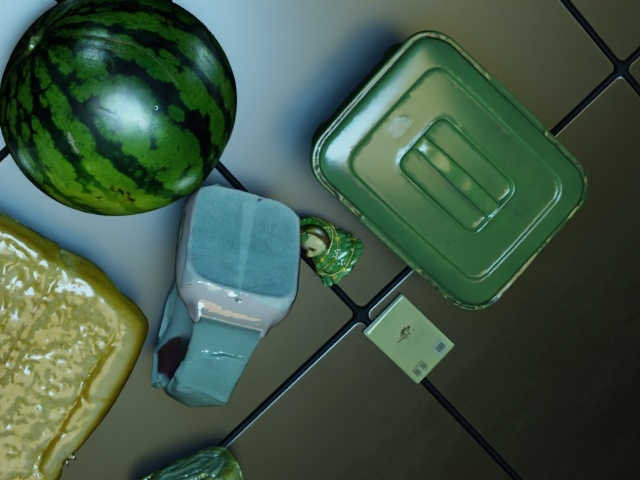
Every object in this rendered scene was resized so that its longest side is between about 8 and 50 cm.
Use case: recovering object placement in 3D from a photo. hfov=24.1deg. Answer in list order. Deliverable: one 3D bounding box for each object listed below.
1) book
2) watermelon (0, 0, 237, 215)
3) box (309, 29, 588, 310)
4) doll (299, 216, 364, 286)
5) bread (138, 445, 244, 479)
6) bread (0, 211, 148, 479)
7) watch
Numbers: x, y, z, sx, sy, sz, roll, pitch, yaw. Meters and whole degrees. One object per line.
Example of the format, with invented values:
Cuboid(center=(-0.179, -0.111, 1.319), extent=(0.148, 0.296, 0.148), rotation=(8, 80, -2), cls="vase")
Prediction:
Cuboid(center=(0.124, 0.138, 2.102), extent=(0.077, 0.014, 0.111), rotation=(-46, 107, -1), cls="book")
Cuboid(center=(-0.245, -0.166, 1.821), extent=(0.285, 0.285, 0.285), rotation=(-2, 102, -11), cls="watermelon")
Cuboid(center=(0.156, -0.102, 1.978), extent=(0.329, 0.178, 0.253), rotation=(43, 93, -18), cls="box")
Cuboid(center=(0.010, -0.004, 2.016), extent=(0.077, 0.078, 0.113), rotation=(-32, 108, -8), cls="doll")
Cuboid(center=(-0.181, 0.336, 2.027), extent=(0.156, 0.117, 0.064), rotation=(-19, 107, -7), cls="bread")
Cuboid(center=(-0.419, 0.143, 1.928), extent=(0.328, 0.148, 0.337), rotation=(28, 93, -20), cls="bread")
Cuboid(center=(-0.133, 0.084, 1.938), extent=(0.162, 0.253, 0.241), rotation=(16, 140, -12), cls="watch")
